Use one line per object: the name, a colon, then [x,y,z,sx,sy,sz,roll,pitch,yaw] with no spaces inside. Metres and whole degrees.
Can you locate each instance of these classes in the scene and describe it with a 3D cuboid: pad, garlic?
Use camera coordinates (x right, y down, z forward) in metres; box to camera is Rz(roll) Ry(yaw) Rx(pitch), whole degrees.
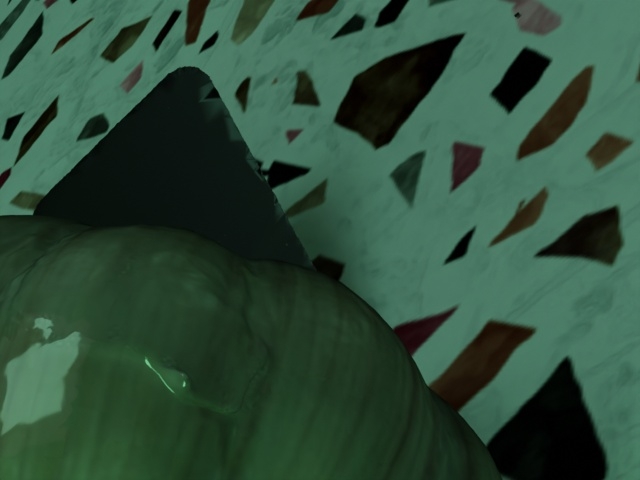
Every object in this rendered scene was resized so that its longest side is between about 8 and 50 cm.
pad: [-0.008,-0.010,1.045,0.323,0.055,0.250,-32,58,6]
garlic: [-0.083,0.114,0.776,0.322,0.322,0.241,-38,48,24]
